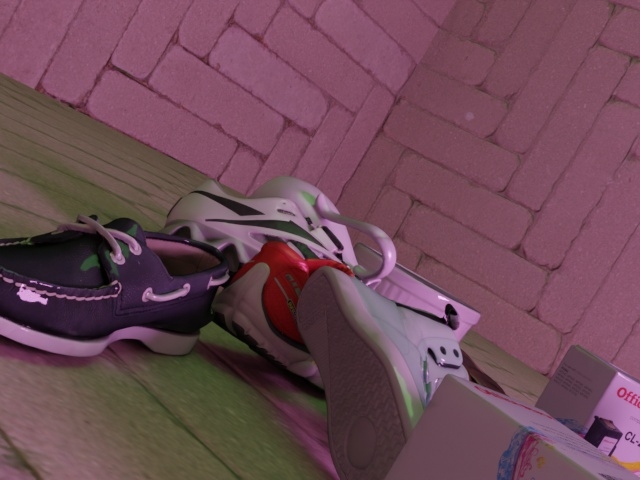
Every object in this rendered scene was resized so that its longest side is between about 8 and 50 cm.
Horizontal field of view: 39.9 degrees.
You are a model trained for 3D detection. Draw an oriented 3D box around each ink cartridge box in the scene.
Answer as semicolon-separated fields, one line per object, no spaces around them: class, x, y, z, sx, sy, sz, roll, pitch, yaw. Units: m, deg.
ink cartridge box;0.271;0.212;0.894;0.127;0.175;0.072;28;4;-28
ink cartridge box;0.135;0.184;0.520;0.128;0.127;0.176;27;5;-42

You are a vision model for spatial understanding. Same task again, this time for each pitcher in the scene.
pitcher;0.000;0.000;1.146;0.126;0.177;0.207;-18;63;-46

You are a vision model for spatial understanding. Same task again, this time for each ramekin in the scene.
ramekin;0.153;0.123;1.645;0.273;0.127;0.273;30;4;-2

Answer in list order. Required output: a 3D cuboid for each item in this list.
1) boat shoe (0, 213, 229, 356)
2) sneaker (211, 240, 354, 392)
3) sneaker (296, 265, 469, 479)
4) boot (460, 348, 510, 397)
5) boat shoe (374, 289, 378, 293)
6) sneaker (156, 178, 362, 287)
boat shoe;-0.161;0.023;0.650;0.114;0.091;0.302;31;3;15
sneaker;0.000;0.080;0.883;0.107;0.118;0.279;32;-5;28
sneaker;0.080;0.124;0.707;0.151;0.094;0.256;20;28;-27
boot;0.217;0.212;1.253;0.219;0.082;0.106;30;0;-43
boat shoe;0.055;0.112;1.297;0.088;0.096;0.267;24;-3;-23
sneaker;-0.021;0.023;1.037;0.331;0.146;0.122;27;-37;-1
